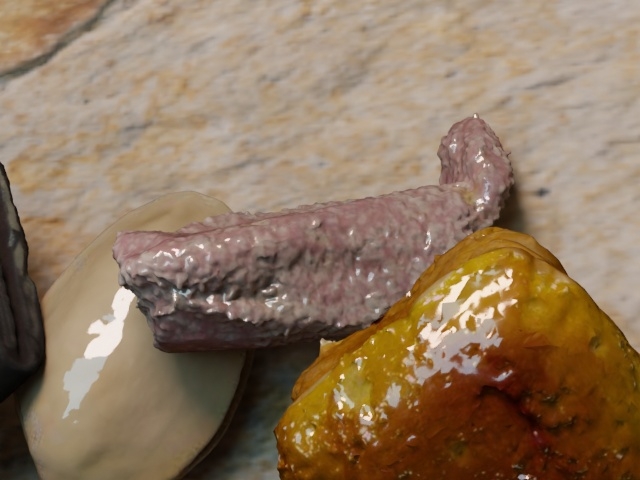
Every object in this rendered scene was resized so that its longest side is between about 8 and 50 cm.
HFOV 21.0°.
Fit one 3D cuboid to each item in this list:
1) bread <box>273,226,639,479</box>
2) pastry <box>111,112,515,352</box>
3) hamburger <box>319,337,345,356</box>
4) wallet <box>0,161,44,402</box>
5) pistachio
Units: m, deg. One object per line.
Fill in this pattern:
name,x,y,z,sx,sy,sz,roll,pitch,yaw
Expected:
bread,0.150,0.175,0.844,0.185,0.109,0.380,-43,100,12
pastry,0.006,0.012,1.071,0.265,0.103,0.112,-19,102,-15
hamburger,0.130,0.128,0.967,0.283,0.144,0.156,4,79,26
wallet,-0.346,0.123,1.200,0.406,0.062,0.228,-44,46,23
pistachio,-0.121,0.073,1.136,0.152,0.126,0.223,18,71,11
